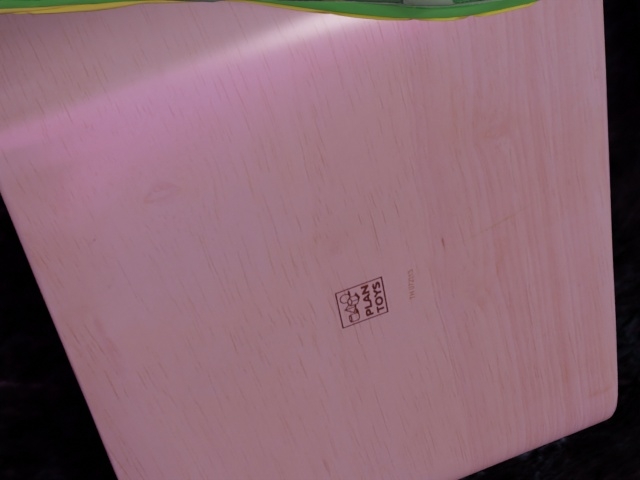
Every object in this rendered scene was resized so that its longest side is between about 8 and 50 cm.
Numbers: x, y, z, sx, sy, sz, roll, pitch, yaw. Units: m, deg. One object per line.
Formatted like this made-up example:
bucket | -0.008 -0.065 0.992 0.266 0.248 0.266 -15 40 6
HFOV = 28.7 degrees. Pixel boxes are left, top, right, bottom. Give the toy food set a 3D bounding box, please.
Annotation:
toy food set | 0.000 0.000 0.514 0.219 0.092 0.306 -20 127 -9

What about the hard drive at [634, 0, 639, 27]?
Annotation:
hard drive | 0.233 -0.200 0.449 0.237 0.064 0.339 -20 137 -8

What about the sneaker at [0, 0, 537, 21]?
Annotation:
sneaker | 0.000 -0.113 0.343 0.295 0.123 0.109 -11 96 -12
